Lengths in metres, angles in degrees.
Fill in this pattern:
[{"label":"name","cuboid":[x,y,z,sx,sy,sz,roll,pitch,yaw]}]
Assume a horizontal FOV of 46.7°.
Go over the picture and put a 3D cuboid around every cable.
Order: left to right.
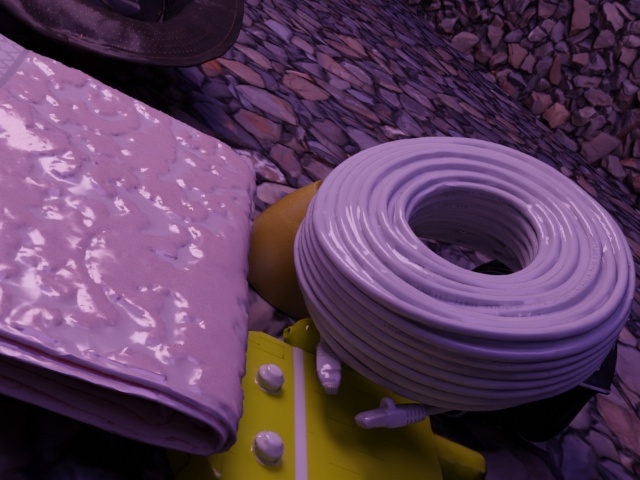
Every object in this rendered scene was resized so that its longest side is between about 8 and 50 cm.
[{"label":"cable","cuboid":[0.107,0.012,0.576,0.257,0.089,0.257,-3,43,-14]}]

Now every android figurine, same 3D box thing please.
[{"label":"android figurine","cuboid":[0.009,0.152,0.515,0.273,0.056,0.248,28,27,-17]}]

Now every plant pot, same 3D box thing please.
[{"label":"plant pot","cuboid":[0.000,0.000,0.703,0.134,0.095,0.134,28,27,-16]}]

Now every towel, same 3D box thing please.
[{"label":"towel","cuboid":[-0.186,-0.038,0.499,0.317,0.053,0.332,26,28,-18]}]

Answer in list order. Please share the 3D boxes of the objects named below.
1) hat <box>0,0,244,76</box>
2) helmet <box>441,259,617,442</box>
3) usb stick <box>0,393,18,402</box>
[{"label":"hat","cuboid":[-0.242,-0.278,0.837,0.331,0.134,0.331,17,49,-20]},{"label":"helmet","cuboid":[0.187,0.095,0.689,0.169,0.161,0.169,27,28,-16]},{"label":"usb stick","cuboid":[-0.230,-0.007,0.505,0.077,0.045,0.278,13,34,-36]}]
